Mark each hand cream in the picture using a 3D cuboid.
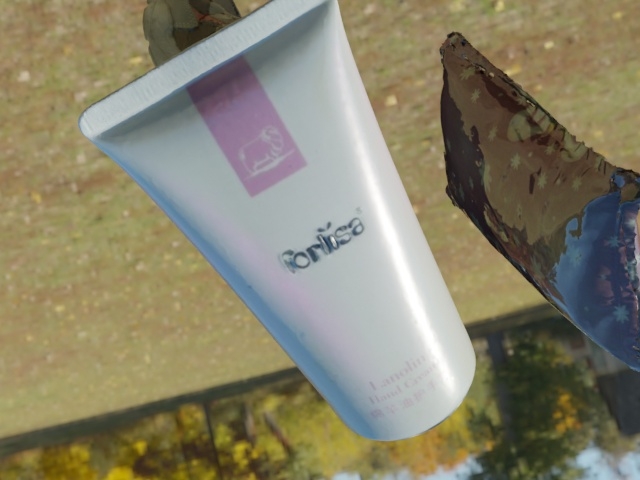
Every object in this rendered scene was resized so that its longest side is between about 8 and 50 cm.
[{"bbox_3d":[0.000,0.000,0.858,0.185,0.118,0.359,-29,126,4],"label":"hand cream"}]

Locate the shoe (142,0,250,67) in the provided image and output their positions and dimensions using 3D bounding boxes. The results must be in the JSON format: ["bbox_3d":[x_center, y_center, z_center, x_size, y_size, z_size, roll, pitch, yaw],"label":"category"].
[{"bbox_3d":[-0.056,-0.145,0.933,0.125,0.227,0.099,-36,147,25],"label":"shoe"}]

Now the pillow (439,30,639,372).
[{"bbox_3d":[0.108,-0.022,0.616,0.043,0.118,0.185,-21,-143,-19],"label":"pillow"}]
